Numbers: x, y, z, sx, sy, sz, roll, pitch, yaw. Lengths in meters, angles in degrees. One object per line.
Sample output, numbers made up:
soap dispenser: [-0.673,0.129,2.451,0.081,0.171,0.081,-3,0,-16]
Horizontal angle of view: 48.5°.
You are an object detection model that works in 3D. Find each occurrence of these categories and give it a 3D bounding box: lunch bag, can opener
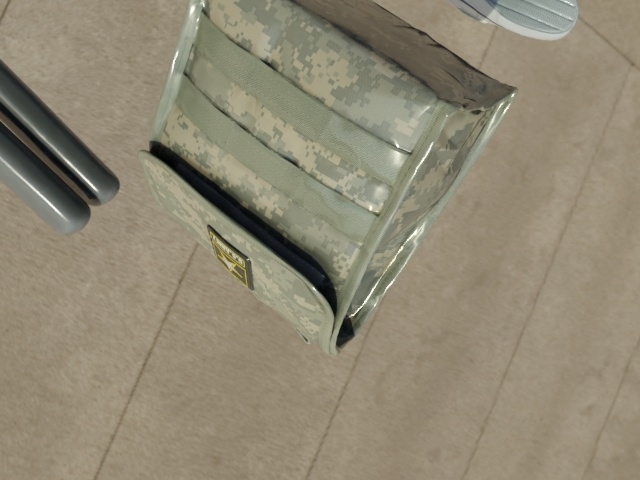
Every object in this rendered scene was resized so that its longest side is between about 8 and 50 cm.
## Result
lunch bag: [-0.021,-0.060,0.611,0.169,0.235,0.287,-27,150,-52]
can opener: [-0.296,-0.119,0.587,0.283,0.095,0.076,48,58,-19]

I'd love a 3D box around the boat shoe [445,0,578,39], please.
boat shoe: [0.202,-0.308,0.857,0.226,0.076,0.083,34,93,8]
